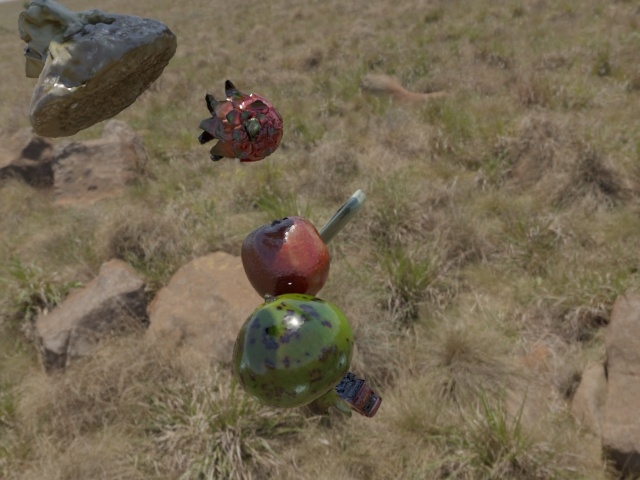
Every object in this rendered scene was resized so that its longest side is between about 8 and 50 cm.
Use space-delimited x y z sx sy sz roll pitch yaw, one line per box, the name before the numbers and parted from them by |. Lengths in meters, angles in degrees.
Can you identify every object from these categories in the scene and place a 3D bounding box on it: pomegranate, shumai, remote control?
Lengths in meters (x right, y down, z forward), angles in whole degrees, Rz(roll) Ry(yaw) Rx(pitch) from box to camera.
pomegranate | -0.034 0.206 0.922 0.211 0.263 0.211 -27 9 5
shumai | -0.295 -0.229 0.674 0.209 0.153 0.161 -43 -2 -15
remote control | -0.001 0.000 1.240 0.309 0.038 0.090 -47 2 36

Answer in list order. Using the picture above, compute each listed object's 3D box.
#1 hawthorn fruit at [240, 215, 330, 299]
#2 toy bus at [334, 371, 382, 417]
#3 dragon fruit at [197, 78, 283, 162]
hawthorn fruit | -0.062 0.051 1.040 0.169 0.187 0.169 -15 3 1
toy bus | 0.051 0.356 1.299 0.073 0.096 0.235 -56 23 -19
dragon fruit | -0.136 -0.197 0.962 0.142 0.121 0.130 31 66 20
